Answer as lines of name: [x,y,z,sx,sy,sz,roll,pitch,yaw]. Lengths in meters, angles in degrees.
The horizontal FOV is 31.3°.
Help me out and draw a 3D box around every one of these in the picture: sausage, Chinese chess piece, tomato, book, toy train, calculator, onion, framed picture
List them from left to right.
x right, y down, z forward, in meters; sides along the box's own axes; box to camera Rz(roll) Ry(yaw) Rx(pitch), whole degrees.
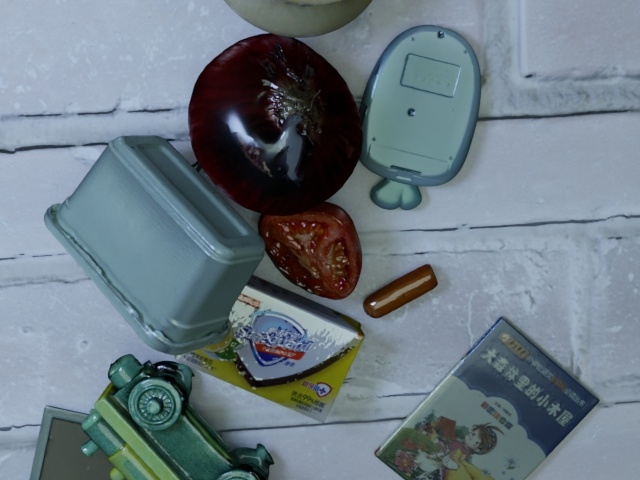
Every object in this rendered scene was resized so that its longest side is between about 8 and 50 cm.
framed picture: [-0.338,0.412,1.914,0.296,0.019,0.232,14,98,-5]
toy train: [-0.241,0.356,1.833,0.237,0.150,0.369,-40,97,9]
onion: [-0.080,-0.164,1.728,0.273,0.285,0.273,8,72,-27]
Chinese chess piece: [-0.033,-0.424,1.656,0.273,0.102,0.273,3,72,-9]
tomato: [-0.005,0.005,1.808,0.166,0.082,0.174,3,125,24]
sausage: [0.129,0.085,1.851,0.131,0.041,0.039,-30,123,5]
calculator: [0.152,-0.188,1.794,0.186,0.041,0.298,14,100,-5]
book: [0.278,0.313,1.917,0.228,0.018,0.322,40,98,-9]

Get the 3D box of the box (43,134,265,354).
box: [-0.232,-0.007,1.681,0.312,0.175,0.182,46,116,19]

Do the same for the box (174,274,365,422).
box: [-0.081,0.161,1.831,0.265,0.097,0.168,25,100,-7]
